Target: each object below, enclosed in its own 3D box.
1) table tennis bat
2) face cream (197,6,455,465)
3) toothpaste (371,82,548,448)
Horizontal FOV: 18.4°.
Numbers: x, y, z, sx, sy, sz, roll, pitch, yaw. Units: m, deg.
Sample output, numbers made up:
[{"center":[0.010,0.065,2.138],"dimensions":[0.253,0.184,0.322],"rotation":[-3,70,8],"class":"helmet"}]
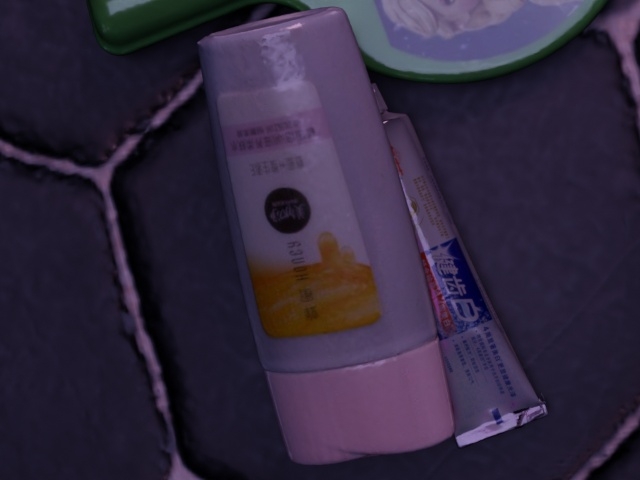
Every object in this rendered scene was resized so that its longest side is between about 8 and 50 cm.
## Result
[{"center":[0.017,-0.138,0.894],"dimensions":[0.257,0.039,0.160],"rotation":[-16,90,7],"class":"table tennis bat"},{"center":[0.000,0.000,0.871],"dimensions":[0.084,0.057,0.198],"rotation":[-11,100,20],"class":"face cream"},{"center":[0.052,0.009,0.895],"dimensions":[0.045,0.028,0.169],"rotation":[-22,90,5],"class":"toothpaste"}]
